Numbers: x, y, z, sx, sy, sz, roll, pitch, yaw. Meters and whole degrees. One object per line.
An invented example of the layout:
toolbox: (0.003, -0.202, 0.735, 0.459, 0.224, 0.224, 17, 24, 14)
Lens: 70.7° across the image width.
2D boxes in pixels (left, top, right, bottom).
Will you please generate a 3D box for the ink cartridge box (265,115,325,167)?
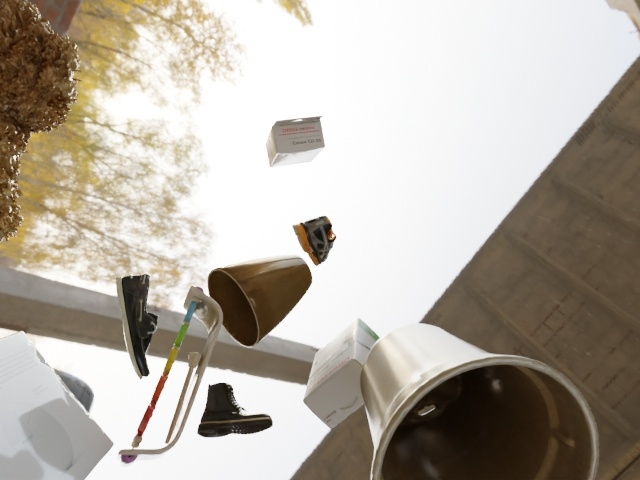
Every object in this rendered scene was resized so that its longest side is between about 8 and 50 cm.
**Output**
ink cartridge box: (-0.060, -0.228, 1.058, 0.198, 0.115, 0.067, 164, -84, -77)

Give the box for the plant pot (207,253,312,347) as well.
plant pot: (-0.154, 0.140, 1.302, 0.237, 0.254, 0.237, 26, -51, 37)

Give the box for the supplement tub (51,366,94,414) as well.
supplement tub: (-0.656, 0.473, 0.997, 0.207, 0.207, 0.338, -43, -151, 27)

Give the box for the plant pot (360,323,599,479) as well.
plant pot: (0.209, 0.294, 0.762, 0.334, 0.333, 0.305, -62, -169, 4)

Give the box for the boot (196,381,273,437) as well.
boot: (-0.219, 0.426, 1.172, 0.197, 0.077, 0.137, -7, -132, 8)

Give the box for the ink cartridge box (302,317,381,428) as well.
ink cartridge box: (0.058, 0.295, 1.037, 0.160, 0.092, 0.219, -44, -176, 14)

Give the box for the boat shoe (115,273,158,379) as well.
boat shoe: (-0.398, 0.190, 1.002, 0.084, 0.079, 0.233, -14, -96, 65)

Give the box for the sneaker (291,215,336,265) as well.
sneaker: (0.000, 0.000, 1.044, 0.083, 0.215, 0.084, -28, -104, 2)

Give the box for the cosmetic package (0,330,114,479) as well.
cosmetic package: (-0.424, 0.261, 0.569, 0.138, 0.225, 0.224, -36, -178, -3)

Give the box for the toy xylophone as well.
toy xylophone: (-0.270, 0.259, 0.835, 0.236, 0.081, 0.323, 125, -17, -46)

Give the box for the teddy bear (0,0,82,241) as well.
teddy bear: (-0.360, -0.073, 0.436, 0.245, 0.113, 0.338, 6, -112, 30)
